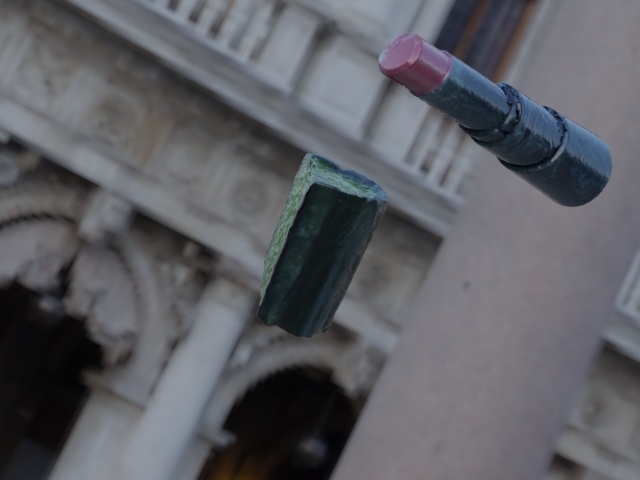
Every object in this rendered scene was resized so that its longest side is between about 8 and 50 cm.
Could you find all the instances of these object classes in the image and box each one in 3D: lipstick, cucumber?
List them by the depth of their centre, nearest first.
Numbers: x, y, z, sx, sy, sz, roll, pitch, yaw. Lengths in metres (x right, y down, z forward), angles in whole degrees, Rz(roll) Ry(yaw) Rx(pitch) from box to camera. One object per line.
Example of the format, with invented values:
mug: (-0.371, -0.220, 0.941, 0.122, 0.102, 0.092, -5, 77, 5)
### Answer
lipstick: (0.106, -0.076, 1.254, 0.053, 0.053, 0.234, 17, -3, 38)
cucumber: (0.000, 0.000, 1.373, 0.062, 0.115, 0.116, 24, 20, -6)
